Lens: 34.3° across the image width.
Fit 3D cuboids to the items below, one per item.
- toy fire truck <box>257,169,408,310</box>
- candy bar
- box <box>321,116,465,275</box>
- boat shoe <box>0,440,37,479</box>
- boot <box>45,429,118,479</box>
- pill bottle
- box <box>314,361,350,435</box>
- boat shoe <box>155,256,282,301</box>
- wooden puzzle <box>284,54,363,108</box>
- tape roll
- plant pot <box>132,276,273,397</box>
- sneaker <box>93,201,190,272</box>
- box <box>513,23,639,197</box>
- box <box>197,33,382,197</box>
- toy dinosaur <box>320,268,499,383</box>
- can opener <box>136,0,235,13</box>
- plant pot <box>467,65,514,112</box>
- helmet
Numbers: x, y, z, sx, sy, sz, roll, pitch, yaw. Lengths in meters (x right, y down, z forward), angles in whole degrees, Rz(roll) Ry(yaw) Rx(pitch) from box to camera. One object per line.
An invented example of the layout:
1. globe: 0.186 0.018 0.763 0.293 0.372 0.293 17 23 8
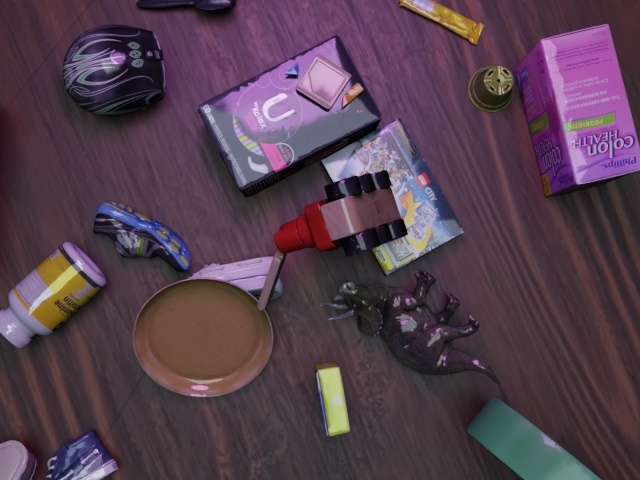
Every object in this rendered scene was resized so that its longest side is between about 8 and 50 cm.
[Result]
1. toy fire truck: 0.000 0.000 1.708 0.246 0.217 0.158 -18 90 24
2. candy bar: 0.215 -0.403 1.853 0.161 0.018 0.040 27 83 1
3. box: 0.126 -0.076 1.819 0.159 0.044 0.233 -29 87 -2
4. boat shoe: -0.582 0.485 1.751 0.117 0.097 0.324 29 81 42
5. boot: -0.447 0.409 1.778 0.190 0.069 0.086 -33 80 -11
6. pill bottle: -0.465 0.096 1.772 0.184 0.103 0.103 -43 88 -3
7. box: 0.019 0.261 1.730 0.042 0.178 0.109 -10 87 -2
8. boat shoe: -0.178 0.078 1.800 0.226 0.083 0.075 -7 59 -1
9. wooden puzzle: 0.006 -0.259 1.702 0.116 0.014 0.078 39 81 2
10. tape roll: 0.378 0.380 1.657 0.321 0.321 0.077 40 88 2
11. plant pot: -0.199 0.160 1.763 0.236 0.032 0.236 -2 117 -4
12. sneaker: -0.310 0.003 1.807 0.188 0.067 0.078 29 108 -1
13. box: 0.429 -0.210 1.747 0.117 0.213 0.243 -14 87 -2
14. box: -0.052 -0.208 1.776 0.270 0.143 0.165 -28 88 -3
15. toy dinosaur: 0.169 0.152 1.788 0.313 0.121 0.160 41 99 -3
16. can opener: -0.237 -0.434 1.831 0.186 0.073 0.059 6 95 9
17. plant pot: 0.305 -0.272 1.816 0.083 0.079 0.083 0 87 -1
18. helmet: -0.358 -0.290 1.776 0.162 0.169 0.169 -11 87 -18
